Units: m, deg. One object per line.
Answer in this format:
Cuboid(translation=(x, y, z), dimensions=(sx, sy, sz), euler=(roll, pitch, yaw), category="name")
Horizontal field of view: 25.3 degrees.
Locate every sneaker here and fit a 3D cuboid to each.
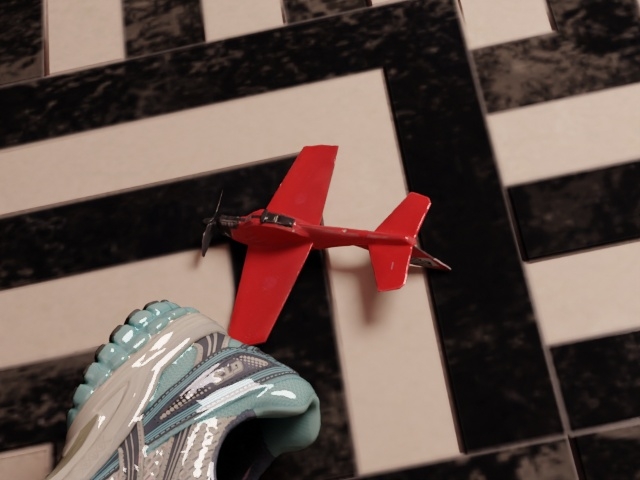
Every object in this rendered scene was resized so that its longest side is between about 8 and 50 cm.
Cuboid(translation=(-0.094, 0.157, 0.683), dimensions=(0.122, 0.110, 0.283), euler=(19, 61, 19), category="sneaker")

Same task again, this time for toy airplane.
Cuboid(translation=(0.000, 0.000, 0.821), dimensions=(0.151, 0.028, 0.151), euler=(-6, 53, 8), category="toy airplane")
